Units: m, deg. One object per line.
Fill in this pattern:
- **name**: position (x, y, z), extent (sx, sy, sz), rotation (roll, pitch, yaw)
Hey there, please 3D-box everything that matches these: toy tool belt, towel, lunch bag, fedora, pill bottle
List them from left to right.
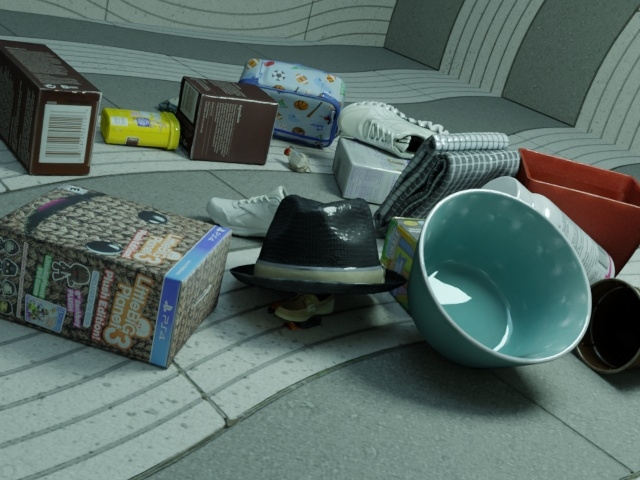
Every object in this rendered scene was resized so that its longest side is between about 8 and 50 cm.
- **lunch bag**: position (-0.080, -0.361, 2.422), extent (0.304, 0.243, 0.114), rotation (15, 57, -2)
- **toy tool belt**: position (-0.056, -0.200, 2.266), extent (0.051, 0.052, 0.083), rotation (37, 3, -45)
- **fedora**: position (0.000, 0.000, 1.523), extent (0.334, 0.152, 0.334), rotation (3, 3, 0)
- **towel**: position (0.269, -0.104, 1.920), extent (0.235, 0.283, 0.121), rotation (-10, 57, -38)
- **pill bottle**: position (0.411, 0.012, 1.699), extent (0.283, 0.160, 0.160), rotation (37, 11, -25)

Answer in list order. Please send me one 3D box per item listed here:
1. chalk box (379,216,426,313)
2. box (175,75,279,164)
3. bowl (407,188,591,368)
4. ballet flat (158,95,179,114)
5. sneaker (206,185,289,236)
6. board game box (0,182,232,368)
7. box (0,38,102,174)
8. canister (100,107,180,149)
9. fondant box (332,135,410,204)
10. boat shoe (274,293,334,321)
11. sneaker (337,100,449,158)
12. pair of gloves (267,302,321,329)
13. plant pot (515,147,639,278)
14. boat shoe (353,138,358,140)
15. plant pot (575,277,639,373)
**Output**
- **chalk box**: position (0.197, 0.040, 1.690), extent (0.133, 0.132, 0.213), rotation (3, 22, -22)
- **box**: position (-0.238, -0.297, 2.217), extent (0.203, 0.166, 0.168), rotation (3, 23, -27)
- **bowl**: position (0.268, 0.087, 1.473), extent (0.312, 0.163, 0.311), rotation (11, 57, -17)
- **ballet flat**: position (-0.362, -0.366, 2.460), extent (0.189, 0.070, 0.070), rotation (22, 23, 22)
- **sneaker**: position (-0.110, -0.062, 1.773), extent (0.232, 0.115, 0.090), rotation (15, 21, 4)
- **board game box**: position (-0.314, 0.043, 1.351), extent (0.291, 0.141, 0.232), rotation (16, 21, 6)
- **box**: position (-0.616, -0.295, 1.955), extent (0.143, 0.191, 0.381), rotation (-3, 28, -37)
- **canister**: position (-0.438, -0.272, 2.164), extent (0.170, 0.073, 0.126), rotation (2, 24, -24)
- **fondant box**: position (0.209, -0.157, 2.243), extent (0.331, 0.096, 0.238), rotation (9, 21, -9)
- **boat shoe**: position (-0.024, 0.101, 1.483), extent (0.050, 0.045, 0.135), rotation (26, 21, 30)
- **sneaker**: position (0.179, -0.269, 2.244), extent (0.292, 0.110, 0.118), rotation (16, 30, 8)
- **pair of gloves**: position (-0.043, 0.124, 1.493), extent (0.074, 0.010, 0.083), rotation (-6, 29, -42)
- **plant pot**: position (0.528, -0.026, 1.912), extent (0.267, 0.235, 0.267), rotation (15, 20, 3)
- **boat shoe**: position (0.130, -0.281, 2.539), extent (0.074, 0.080, 0.223), rotation (10, 15, 5)
- **plant pot**: position (0.567, 0.160, 1.594), extent (0.165, 0.166, 0.167), rotation (11, 20, -30)
